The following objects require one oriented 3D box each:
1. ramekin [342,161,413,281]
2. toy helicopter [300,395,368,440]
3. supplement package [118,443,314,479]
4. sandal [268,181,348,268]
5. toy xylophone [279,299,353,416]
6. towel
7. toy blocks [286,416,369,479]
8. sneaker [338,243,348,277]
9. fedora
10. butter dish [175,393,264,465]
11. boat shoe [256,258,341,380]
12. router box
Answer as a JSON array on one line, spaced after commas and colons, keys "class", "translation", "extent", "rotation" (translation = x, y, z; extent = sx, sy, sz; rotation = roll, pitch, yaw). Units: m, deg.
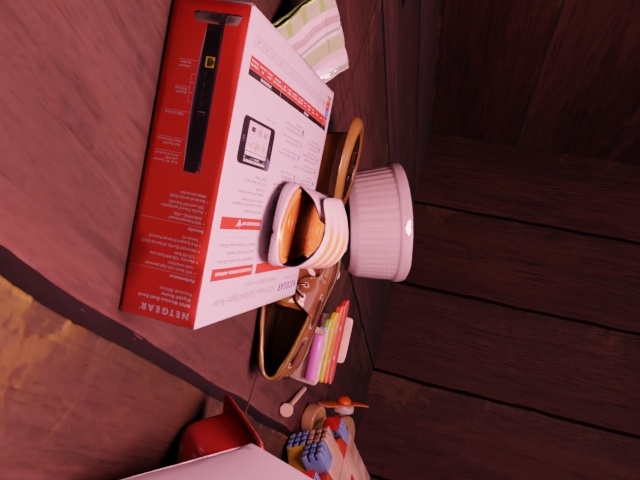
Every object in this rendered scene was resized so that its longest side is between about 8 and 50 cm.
[{"class": "ramekin", "translation": [0.114, -0.038, 1.293], "extent": [0.273, 0.127, 0.273], "rotation": [177, -90, -85]}, {"class": "toy helicopter", "translation": [0.033, 0.522, 1.602], "extent": [0.235, 0.140, 0.355], "rotation": [-65, 150, -24]}, {"class": "supplement package", "translation": [-0.097, 0.304, 0.494], "extent": [0.261, 0.204, 0.145], "rotation": [6, 96, -50]}, {"class": "sandal", "translation": [0.003, -0.014, 0.748], "extent": [0.265, 0.076, 0.102], "rotation": [0, 101, -77]}, {"class": "toy xylophone", "translation": [-0.006, 0.262, 1.301], "extent": [0.322, 0.081, 0.237], "rotation": [-19, 120, -74]}, {"class": "towel", "translation": [-0.011, -0.274, 0.825], "extent": [0.113, 0.023, 0.152], "rotation": [-41, 155, -10]}, {"class": "toy blocks", "translation": [0.009, 0.555, 1.329], "extent": [0.381, 0.190, 0.261], "rotation": [-61, 129, -67]}, {"class": "sneaker", "translation": [0.000, 0.000, 1.128], "extent": [0.232, 0.090, 0.115], "rotation": [-72, 162, -63]}, {"class": "fedora", "translation": [0.025, -0.145, 1.085], "extent": [0.194, 0.079, 0.195], "rotation": [16, 90, -82]}, {"class": "butter dish", "translation": [-0.142, 0.295, 0.716], "extent": [0.160, 0.118, 0.160], "rotation": [22, -70, 62]}, {"class": "boat shoe", "translation": [-0.038, 0.086, 0.953], "extent": [0.104, 0.110, 0.308], "rotation": [-34, 134, -73]}, {"class": "router box", "translation": [-0.085, -0.073, 0.683], "extent": [0.335, 0.082, 0.301], "rotation": [1, 101, -76]}]
